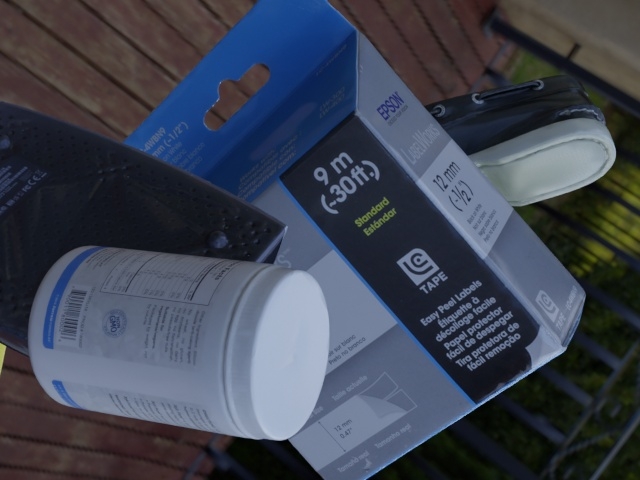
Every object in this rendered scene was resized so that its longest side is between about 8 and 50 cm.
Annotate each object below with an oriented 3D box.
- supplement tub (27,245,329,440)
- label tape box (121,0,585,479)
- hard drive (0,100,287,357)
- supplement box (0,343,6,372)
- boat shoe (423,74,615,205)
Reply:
[{"bbox_3d":[-0.058,0.040,0.477,0.071,0.107,0.071,6,90,-65],"label":"supplement tub"},{"bbox_3d":[0.000,0.000,0.930,0.249,0.348,0.115,-39,-174,32],"label":"label tape box"},{"bbox_3d":[-0.168,0.005,0.785,0.172,0.254,0.054,-50,153,-35],"label":"hard drive"},{"bbox_3d":[-0.580,0.165,1.664,0.195,0.194,0.357,-1,122,-34],"label":"supplement box"},{"bbox_3d":[0.103,-0.085,1.125,0.340,0.113,0.127,-16,145,16],"label":"boat shoe"}]
